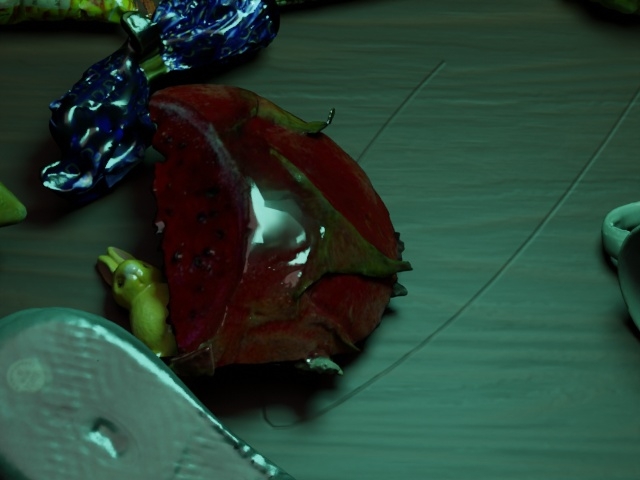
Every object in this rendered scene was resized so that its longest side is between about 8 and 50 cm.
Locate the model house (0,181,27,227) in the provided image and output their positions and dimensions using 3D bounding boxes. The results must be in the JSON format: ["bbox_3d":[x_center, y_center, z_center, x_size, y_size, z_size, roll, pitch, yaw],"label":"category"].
[{"bbox_3d":[-0.427,-0.103,1.780,0.291,0.253,0.184,26,72,-9],"label":"model house"}]

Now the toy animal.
[{"bbox_3d":[-0.183,0.059,1.787,0.083,0.070,0.159,-29,59,-27],"label":"toy animal"}]

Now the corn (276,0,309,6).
[{"bbox_3d":[0.010,-0.323,2.023,0.253,0.086,0.086,-12,61,-12],"label":"corn"}]

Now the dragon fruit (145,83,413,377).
[{"bbox_3d":[-0.034,-0.027,1.779,0.282,0.100,0.344,3,61,-24],"label":"dragon fruit"}]

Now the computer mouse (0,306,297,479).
[{"bbox_3d":[-0.181,0.216,1.659,0.371,0.122,0.188,38,70,8],"label":"computer mouse"}]

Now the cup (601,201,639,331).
[{"bbox_3d":[0.428,0.003,1.830,0.234,0.186,0.258,-31,38,-30],"label":"cup"}]

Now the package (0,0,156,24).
[{"bbox_3d":[-0.336,-0.326,1.982,0.288,0.108,0.223,-9,62,-13],"label":"package"}]

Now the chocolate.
[{"bbox_3d":[-0.195,-0.178,1.894,0.126,0.148,0.343,21,56,39],"label":"chocolate"}]

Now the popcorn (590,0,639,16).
[{"bbox_3d":[0.377,-0.375,2.008,0.266,0.233,0.192,9,48,31],"label":"popcorn"}]
